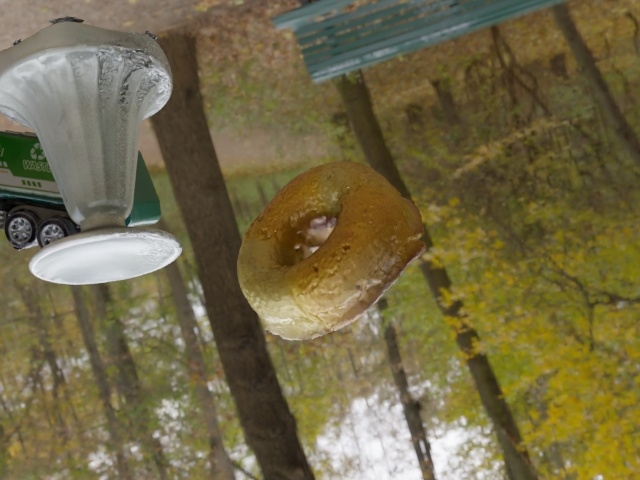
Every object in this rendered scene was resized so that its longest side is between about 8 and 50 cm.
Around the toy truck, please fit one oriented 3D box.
[{"bbox_3d":[-0.298,-0.052,0.895,0.253,0.124,0.114,11,-173,12],"label":"toy truck"}]

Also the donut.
[{"bbox_3d":[0.000,0.000,0.802,0.190,0.074,0.174,-41,-141,-6],"label":"donut"}]

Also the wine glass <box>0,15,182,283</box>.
[{"bbox_3d":[-0.202,-0.071,0.750,0.165,0.196,0.165,-10,165,-3],"label":"wine glass"}]
